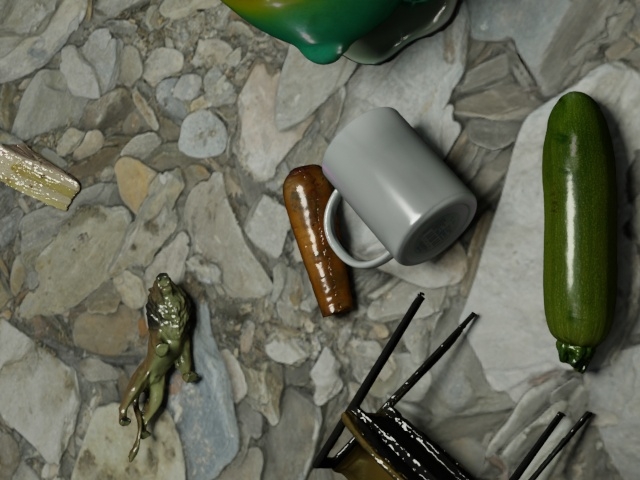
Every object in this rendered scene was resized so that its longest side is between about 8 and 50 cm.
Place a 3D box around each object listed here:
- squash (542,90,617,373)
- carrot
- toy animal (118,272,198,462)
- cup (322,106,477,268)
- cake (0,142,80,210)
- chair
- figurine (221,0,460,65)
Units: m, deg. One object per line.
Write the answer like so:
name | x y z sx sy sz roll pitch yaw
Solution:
squash | 0.231 -0.011 0.847 0.069 0.069 0.258 -4 81 31
carrot | 0.000 0.000 1.000 0.055 0.055 0.161 -17 82 29
toy animal | -0.184 0.149 1.085 0.086 0.069 0.220 12 85 53
cup | 0.071 -0.041 0.941 0.133 0.099 0.136 51 141 26
cake | -0.371 -0.080 1.235 0.121 0.065 0.052 32 103 24
chair | 0.101 0.199 0.854 0.159 0.172 0.247 41 98 28
figurine | -0.019 -0.291 0.877 0.323 0.340 0.231 3 85 33
